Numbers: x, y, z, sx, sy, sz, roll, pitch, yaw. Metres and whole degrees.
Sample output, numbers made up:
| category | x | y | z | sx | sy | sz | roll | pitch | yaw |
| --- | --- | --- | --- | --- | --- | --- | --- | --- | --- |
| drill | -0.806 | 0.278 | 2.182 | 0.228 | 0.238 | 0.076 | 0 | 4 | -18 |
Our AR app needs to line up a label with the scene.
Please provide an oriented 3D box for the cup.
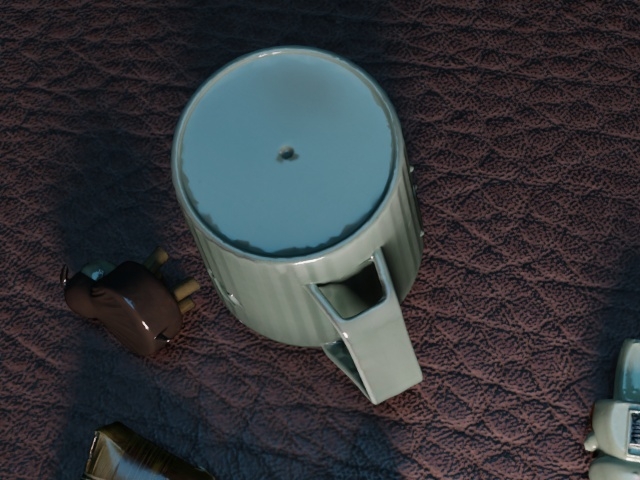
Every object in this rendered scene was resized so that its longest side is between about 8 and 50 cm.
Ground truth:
| category | x | y | z | sx | sy | sz | roll | pitch | yaw |
| --- | --- | --- | --- | --- | --- | --- | --- | --- | --- |
| cup | 0.012 | -0.021 | 1.282 | 0.401 | 0.392 | 0.310 | 33 | 80 | 12 |

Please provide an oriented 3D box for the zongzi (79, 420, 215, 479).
| category | x | y | z | sx | sy | sz | roll | pitch | yaw |
| --- | --- | --- | --- | --- | --- | --- | --- | --- | --- |
| zongzi | -0.236 | 0.353 | 1.317 | 0.187 | 0.084 | 0.184 | 26 | 86 | 10 |

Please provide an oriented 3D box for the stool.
| category | x | y | z | sx | sy | sz | roll | pitch | yaw |
| --- | --- | --- | --- | --- | --- | --- | --- | --- | --- |
| stool | -0.263 | 0.076 | 1.411 | 0.217 | 0.125 | 0.121 | 21 | 52 | 33 |

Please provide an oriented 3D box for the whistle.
| category | x | y | z | sx | sy | sz | roll | pitch | yaw |
| --- | --- | --- | --- | --- | --- | --- | --- | --- | --- |
| whistle | 0.388 | 0.248 | 1.280 | 0.101 | 0.106 | 0.253 | 14 | 74 | -22 |
